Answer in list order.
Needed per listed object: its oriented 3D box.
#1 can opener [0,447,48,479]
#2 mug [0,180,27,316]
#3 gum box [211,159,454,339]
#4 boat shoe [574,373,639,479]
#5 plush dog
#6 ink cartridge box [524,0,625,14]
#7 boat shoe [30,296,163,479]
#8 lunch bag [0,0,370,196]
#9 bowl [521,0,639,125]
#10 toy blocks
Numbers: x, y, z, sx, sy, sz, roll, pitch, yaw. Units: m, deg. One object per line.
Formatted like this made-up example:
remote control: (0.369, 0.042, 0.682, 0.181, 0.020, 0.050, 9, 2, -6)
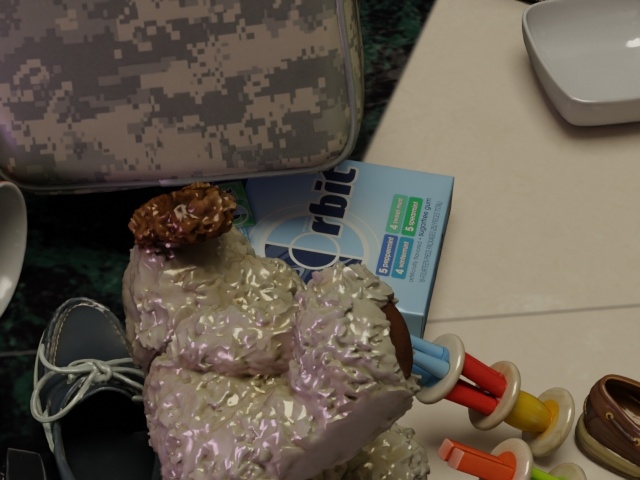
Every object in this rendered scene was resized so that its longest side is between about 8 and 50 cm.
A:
can opener: (-0.232, 0.136, 1.339, 0.073, 0.059, 0.186, 5, 46, -26)
mug: (-0.312, 0.000, 1.462, 0.169, 0.150, 0.113, 12, 81, 13)
gum box: (0.000, 0.000, 1.509, 0.184, 0.041, 0.157, 9, 45, 7)
boat shoe: (0.262, 0.147, 1.366, 0.178, 0.060, 0.064, 24, 48, 19)
plush dog: (-0.058, 0.086, 1.274, 0.211, 0.262, 0.225, -21, 54, -7)
ink cartridge box: (0.183, -0.265, 1.753, 0.207, 0.097, 0.046, 21, 47, 15)
boat shoe: (-0.149, 0.125, 1.343, 0.095, 0.079, 0.254, -3, 45, -8)
lunch bag: (-0.114, -0.169, 1.532, 0.305, 0.212, 0.256, -6, 15, 6)
bowl: (0.247, -0.149, 1.671, 0.142, 0.053, 0.142, -8, 47, -13)
toy blocks: (0.105, 0.124, 1.333, 0.148, 0.054, 0.123, 26, 37, -25)
